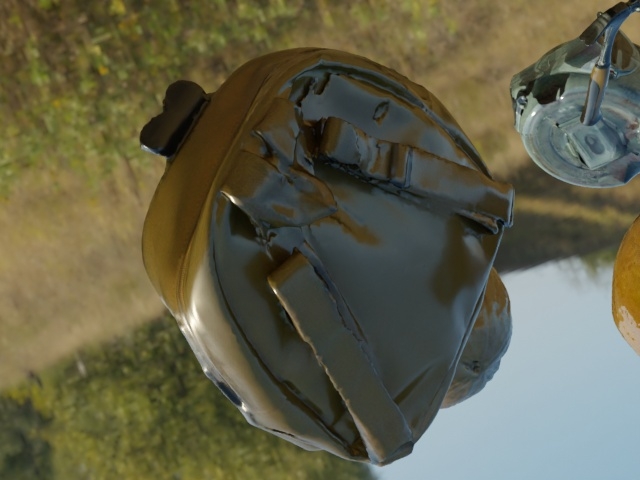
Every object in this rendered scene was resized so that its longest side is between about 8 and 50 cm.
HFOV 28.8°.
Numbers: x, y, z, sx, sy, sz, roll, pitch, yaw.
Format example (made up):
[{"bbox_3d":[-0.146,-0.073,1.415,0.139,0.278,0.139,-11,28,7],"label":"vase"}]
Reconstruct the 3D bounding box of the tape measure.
[{"bbox_3d":[0.446,-0.209,2.034,0.256,0.275,0.147,-29,-149,43],"label":"tape measure"}]

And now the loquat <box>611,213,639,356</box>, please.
[{"bbox_3d":[0.376,0.039,1.195,0.187,0.176,0.234,-39,-153,52],"label":"loquat"}]

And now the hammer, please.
[{"bbox_3d":[0.319,-0.196,1.421,0.078,0.021,0.201,-29,152,-16],"label":"hammer"}]

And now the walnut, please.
[{"bbox_3d":[0.195,0.146,2.286,0.333,0.333,0.333,-23,180,0],"label":"walnut"}]

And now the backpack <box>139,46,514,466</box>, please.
[{"bbox_3d":[0.006,-0.001,1.090,0.201,0.378,0.353,5,-123,39],"label":"backpack"}]
